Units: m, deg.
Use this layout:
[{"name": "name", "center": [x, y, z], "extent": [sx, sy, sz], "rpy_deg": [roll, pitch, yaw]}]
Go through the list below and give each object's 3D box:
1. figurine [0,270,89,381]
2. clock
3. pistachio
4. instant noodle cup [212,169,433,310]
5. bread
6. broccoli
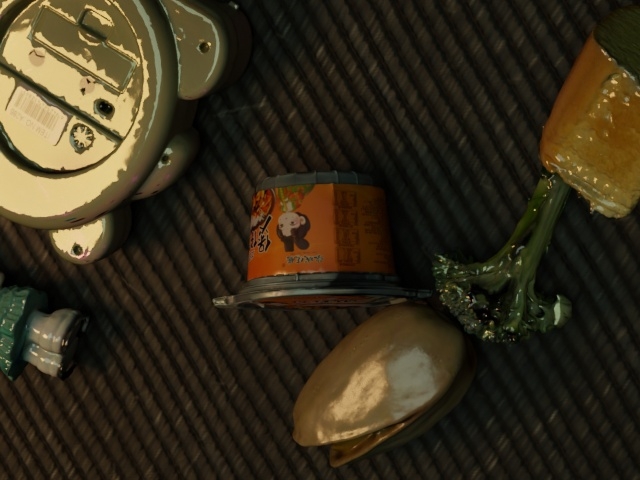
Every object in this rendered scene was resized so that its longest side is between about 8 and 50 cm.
[{"name": "figurine", "center": [-0.375, 0.081, 1.684], "extent": [0.246, 0.110, 0.138], "rpy_deg": [21, 127, 7]}, {"name": "clock", "center": [-0.248, -0.155, 1.609], "extent": [0.284, 0.114, 0.309], "rpy_deg": [32, 107, 8]}, {"name": "pistachio", "center": [0.064, 0.146, 1.548], "extent": [0.129, 0.131, 0.206], "rpy_deg": [40, 111, -19]}, {"name": "instant noodle cup", "center": [0.000, 0.000, 1.536], "extent": [0.208, 0.177, 0.125], "rpy_deg": [-1, 84, -14]}, {"name": "bread", "center": [0.295, -0.128, 1.463], "extent": [0.140, 0.160, 0.169], "rpy_deg": [39, 141, 10]}, {"name": "broccoli", "center": [0.194, 0.002, 1.518], "extent": [0.122, 0.118, 0.204], "rpy_deg": [31, 90, 40]}]
